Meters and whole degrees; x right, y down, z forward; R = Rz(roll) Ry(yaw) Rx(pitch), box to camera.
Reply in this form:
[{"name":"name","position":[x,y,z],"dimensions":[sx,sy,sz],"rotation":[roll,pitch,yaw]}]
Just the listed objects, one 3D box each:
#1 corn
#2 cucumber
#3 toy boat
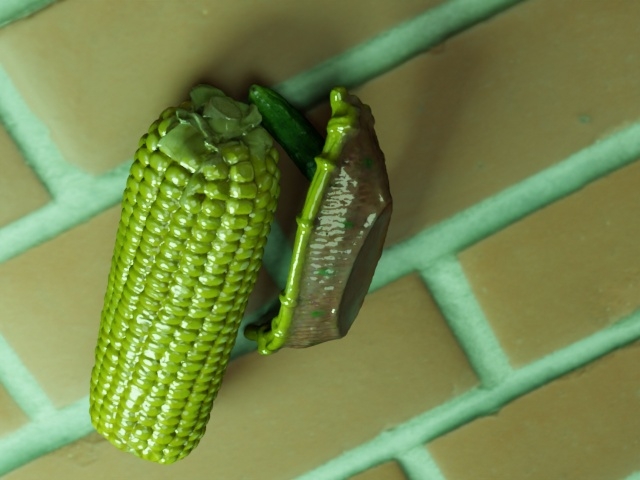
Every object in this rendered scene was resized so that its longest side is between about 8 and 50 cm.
[{"name":"corn","position":[-0.131,0.045,1.657],"dimensions":[0.144,0.144,0.387],"rotation":[7,116,-16]},{"name":"cucumber","position":[-0.019,-0.092,1.657],"dimensions":[0.039,0.039,0.168],"rotation":[-35,127,9]},{"name":"toy boat","position":[0.005,0.005,1.659],"dimensions":[0.099,0.141,0.318],"rotation":[32,131,14]}]
